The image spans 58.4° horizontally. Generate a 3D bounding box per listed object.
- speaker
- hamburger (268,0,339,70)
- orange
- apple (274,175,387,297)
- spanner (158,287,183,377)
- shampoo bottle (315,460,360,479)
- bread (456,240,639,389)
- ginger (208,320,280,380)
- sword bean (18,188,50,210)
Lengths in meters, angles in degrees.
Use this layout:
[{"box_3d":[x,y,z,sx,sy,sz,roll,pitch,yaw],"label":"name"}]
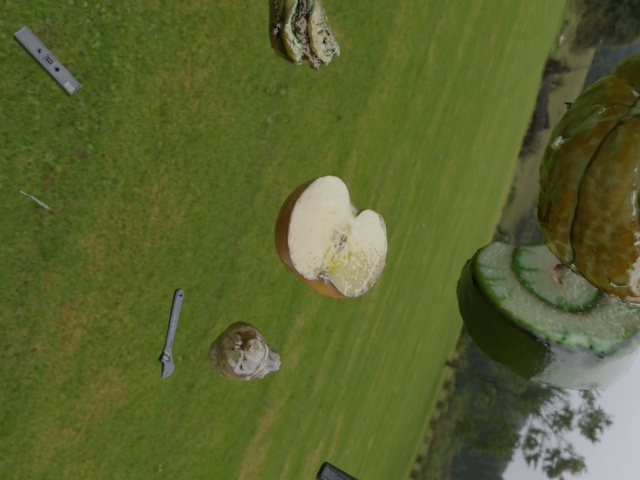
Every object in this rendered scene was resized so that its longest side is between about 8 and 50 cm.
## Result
[{"box_3d":[-0.707,-0.462,1.488,0.040,0.046,0.191,-47,110,-19],"label":"speaker"},{"box_3d":[-0.050,-0.460,1.185,0.183,0.129,0.206,49,24,-69],"label":"hamburger"},{"box_3d":[0.411,-0.076,0.651,0.249,0.329,0.329,43,58,-28],"label":"orange"},{"box_3d":[0.000,0.000,1.329,0.293,0.163,0.251,39,65,-30],"label":"apple"},{"box_3d":[-0.345,0.215,1.334,0.046,0.012,0.209,28,64,-53],"label":"spanner"},{"box_3d":[0.058,0.346,0.775,0.027,0.137,0.048,-60,177,14],"label":"shampoo bottle"},{"box_3d":[0.472,0.137,1.194,0.366,0.381,0.129,-35,146,-43],"label":"bread"},{"box_3d":[-0.114,0.167,0.846,0.204,0.104,0.080,90,6,-73],"label":"ginger"},{"box_3d":[-0.700,-0.100,1.404,0.083,0.012,0.012,38,65,-33],"label":"sword bean"}]
